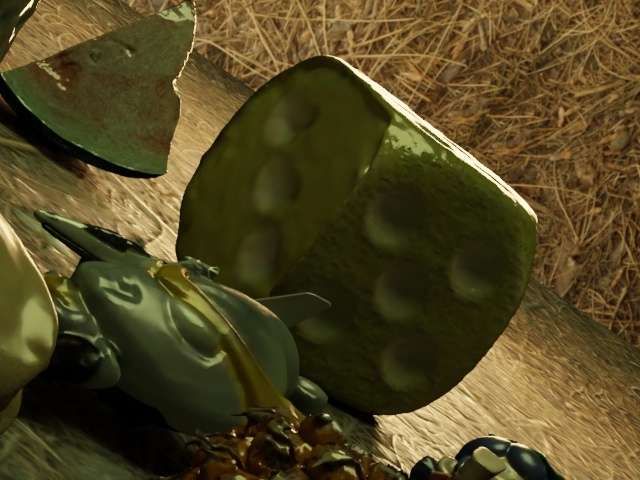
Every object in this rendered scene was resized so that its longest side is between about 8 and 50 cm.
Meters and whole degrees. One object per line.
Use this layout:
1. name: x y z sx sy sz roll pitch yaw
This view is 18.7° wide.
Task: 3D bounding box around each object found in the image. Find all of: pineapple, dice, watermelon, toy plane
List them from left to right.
1. watermelon: -0.202 -0.142 1.855 0.207 0.202 0.136 -118 -168 -68
2. toy plane: -0.112 0.044 1.421 0.234 0.082 0.160 18 24 -19
3. pineapple: -0.033 0.171 0.871 0.176 0.137 0.161 47 -32 27
4. dice: 0.033 -0.003 1.700 0.227 0.233 0.238 32 9 -33

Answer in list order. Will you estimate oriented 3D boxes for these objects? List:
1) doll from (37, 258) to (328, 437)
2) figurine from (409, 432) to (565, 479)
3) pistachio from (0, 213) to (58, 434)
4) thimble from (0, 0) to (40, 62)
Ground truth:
1. doll: -0.117 0.060 1.170 0.316 0.103 0.145 16 -4 -38
2. figurine: 0.114 0.191 1.414 0.111 0.102 0.195 51 14 12
3. pistachio: -0.223 0.008 0.917 0.215 0.144 0.144 43 9 7
4. thimble: -0.342 -0.186 1.302 0.291 0.195 0.291 31 8 -5
